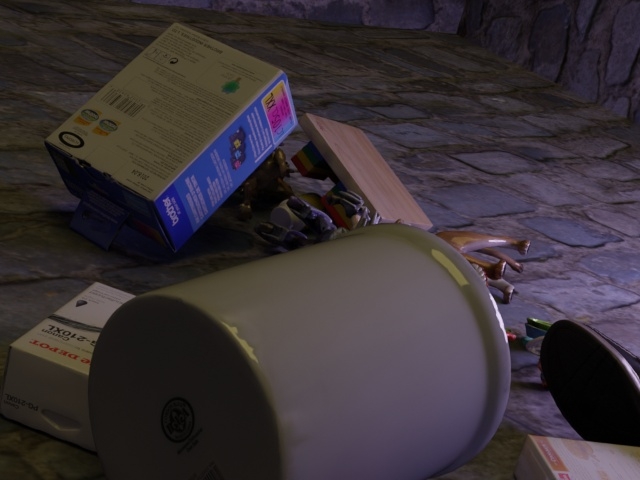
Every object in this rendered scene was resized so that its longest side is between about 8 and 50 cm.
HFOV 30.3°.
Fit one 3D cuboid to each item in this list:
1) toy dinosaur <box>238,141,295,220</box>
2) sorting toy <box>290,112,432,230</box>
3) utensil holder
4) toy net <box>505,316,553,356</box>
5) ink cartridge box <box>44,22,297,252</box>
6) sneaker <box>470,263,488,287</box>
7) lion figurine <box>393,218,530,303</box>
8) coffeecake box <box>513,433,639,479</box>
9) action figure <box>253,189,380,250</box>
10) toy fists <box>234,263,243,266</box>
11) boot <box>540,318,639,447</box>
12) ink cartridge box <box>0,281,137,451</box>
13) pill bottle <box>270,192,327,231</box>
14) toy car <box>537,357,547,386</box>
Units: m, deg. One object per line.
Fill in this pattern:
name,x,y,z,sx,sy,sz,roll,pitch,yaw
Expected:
toy dinosaur,-0.136,-0.173,2.245,0.127,0.295,0.200,-20,27,-6
sorting toy,0.067,-0.106,2.271,0.257,0.089,0.255,54,20,18
utensil holder,-0.023,0.166,1.353,0.328,0.327,0.385,31,28,34
toy net,0.350,0.156,1.916,0.122,0.045,0.232,18,3,-1
ink cartridge box,-0.269,-0.161,1.996,0.270,0.151,0.395,28,62,30
sneaker,0.214,0.118,1.874,0.093,0.088,0.225,11,44,4
lion figurine,0.224,0.042,2.114,0.240,0.142,0.392,15,6,19
coffeecake box,0.369,0.329,1.554,0.185,0.068,0.142,9,23,-16
action figure,0.000,0.000,2.002,0.099,0.185,0.285,41,-7,-28
toy fists,-0.049,0.125,1.746,0.142,0.096,0.279,2,26,-11
boot,0.531,0.246,1.751,0.284,0.138,0.377,-6,38,-42
ink cartridge box,-0.271,0.158,1.500,0.172,0.100,0.237,19,22,10
pill bottle,-0.043,-0.050,2.209,0.065,0.065,0.116,26,25,26
toy car,0.380,0.230,1.840,0.060,0.040,0.122,27,10,-34
